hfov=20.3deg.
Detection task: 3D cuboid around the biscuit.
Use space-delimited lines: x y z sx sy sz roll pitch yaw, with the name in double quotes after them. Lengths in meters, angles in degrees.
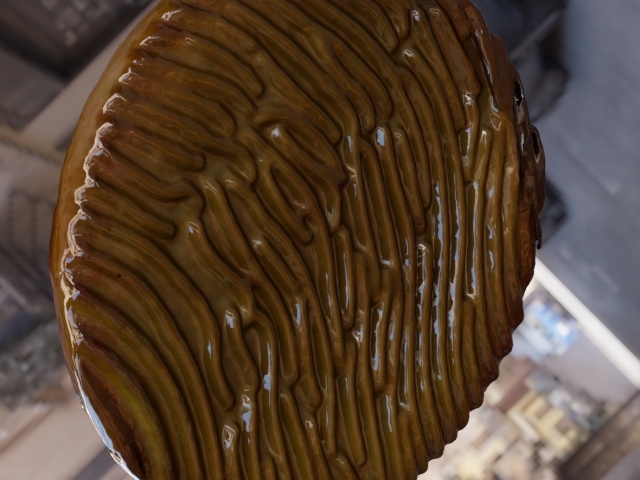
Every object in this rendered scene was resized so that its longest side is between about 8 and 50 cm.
0.000 0.000 0.930 0.040 0.318 0.318 13 154 51 "biscuit"
